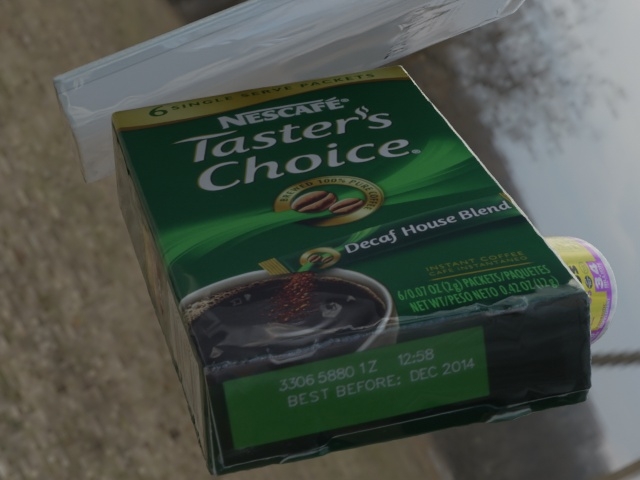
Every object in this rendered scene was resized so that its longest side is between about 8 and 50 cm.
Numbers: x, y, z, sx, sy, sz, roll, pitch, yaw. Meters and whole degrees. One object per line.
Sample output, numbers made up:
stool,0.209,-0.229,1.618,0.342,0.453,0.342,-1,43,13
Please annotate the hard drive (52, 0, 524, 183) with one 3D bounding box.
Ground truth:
hard drive,-0.010,-0.138,1.191,0.233,0.353,0.047,135,-68,-82

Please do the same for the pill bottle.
pill bottle,0.067,0.021,0.604,0.083,0.043,0.043,-3,61,-50

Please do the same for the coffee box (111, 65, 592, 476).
coffee box,0.000,0.000,0.539,0.184,0.113,0.040,-117,-161,-61
